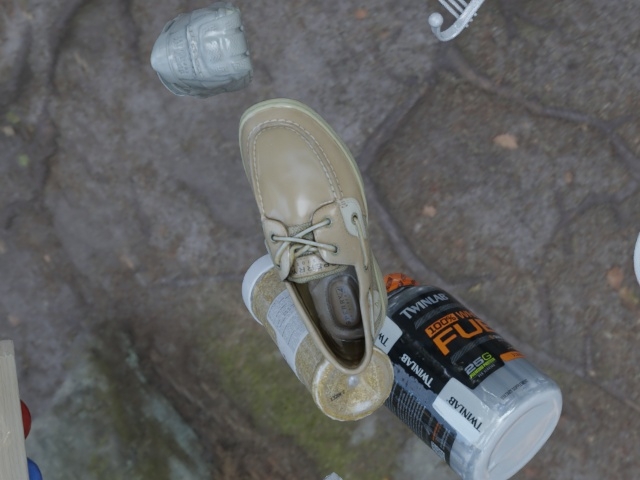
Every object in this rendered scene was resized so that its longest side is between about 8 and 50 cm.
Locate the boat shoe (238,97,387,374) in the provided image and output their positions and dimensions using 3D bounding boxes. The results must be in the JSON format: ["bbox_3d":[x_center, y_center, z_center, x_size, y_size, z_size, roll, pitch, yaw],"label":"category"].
[{"bbox_3d":[0.000,0.000,1.297,0.122,0.110,0.341,-15,121,16],"label":"boat shoe"}]

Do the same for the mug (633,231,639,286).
[{"bbox_3d":[0.317,0.051,0.805,0.113,0.150,0.169,-32,128,33],"label":"mug"}]

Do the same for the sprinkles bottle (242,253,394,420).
[{"bbox_3d":[-0.012,0.132,1.703,0.355,0.121,0.121,-134,31,-61],"label":"sprinkles bottle"}]

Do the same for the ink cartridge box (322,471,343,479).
[{"bbox_3d":[-0.036,0.379,1.384,0.082,0.191,0.139,44,115,13],"label":"ink cartridge box"}]

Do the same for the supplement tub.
[{"bbox_3d":[0.197,0.211,1.819,0.338,0.207,0.207,41,135,33],"label":"supplement tub"}]

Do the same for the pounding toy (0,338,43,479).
[{"bbox_3d":[-0.225,0.105,0.719,0.206,0.094,0.181,132,130,-61],"label":"pounding toy"}]

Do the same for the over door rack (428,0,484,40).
[{"bbox_3d":[0.184,-0.445,1.427,0.324,0.108,0.239,-46,59,16],"label":"over door rack"}]

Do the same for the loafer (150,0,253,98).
[{"bbox_3d":[-0.139,-0.221,1.343,0.111,0.319,0.112,-12,96,-1],"label":"loafer"}]
